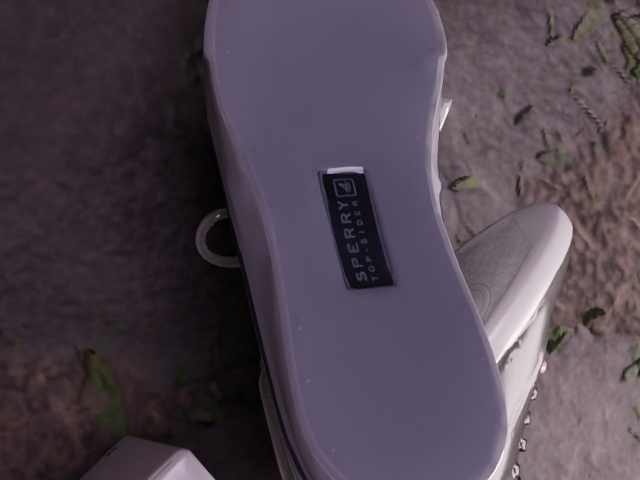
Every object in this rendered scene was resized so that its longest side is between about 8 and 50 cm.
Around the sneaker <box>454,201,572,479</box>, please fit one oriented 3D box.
[{"bbox_3d":[0.091,0.130,0.756,0.147,0.104,0.295,34,80,-21],"label":"sneaker"}]

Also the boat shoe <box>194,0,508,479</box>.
[{"bbox_3d":[0.009,0.001,0.705,0.136,0.156,0.367,-4,57,-14],"label":"boat shoe"}]

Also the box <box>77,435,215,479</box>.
[{"bbox_3d":[-0.091,0.163,0.666,0.102,0.101,0.087,-42,103,-21],"label":"box"}]
